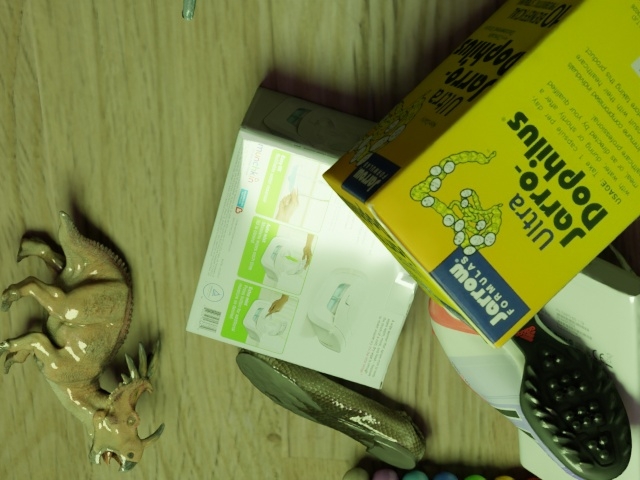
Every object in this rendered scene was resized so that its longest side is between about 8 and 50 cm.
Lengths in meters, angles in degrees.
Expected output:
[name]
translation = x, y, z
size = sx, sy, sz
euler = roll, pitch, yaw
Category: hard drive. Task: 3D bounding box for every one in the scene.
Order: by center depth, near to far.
[hard drive]
translation = 0.286, 0.154, 1.720
size = 0.040, 0.203, 0.307
euler = -23, 121, -27

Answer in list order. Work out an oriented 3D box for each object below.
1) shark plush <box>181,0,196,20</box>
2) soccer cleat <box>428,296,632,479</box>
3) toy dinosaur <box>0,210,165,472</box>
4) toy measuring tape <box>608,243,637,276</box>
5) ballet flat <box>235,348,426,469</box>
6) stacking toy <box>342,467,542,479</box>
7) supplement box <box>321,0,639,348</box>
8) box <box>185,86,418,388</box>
[shark plush]
translation = -0.129, -0.305, 1.596
size = 0.073, 0.067, 0.161
euler = 26, 119, -5
[soccer cleat]
translation = 0.219, 0.151, 1.681
size = 0.109, 0.318, 0.116
euler = -18, 140, -25
[toy dinosaur]
translation = -0.264, 0.100, 1.813
size = 0.200, 0.127, 0.295
euler = 9, 107, -4
[toy measuring tape]
translation = 0.335, 0.108, 1.727
size = 0.121, 0.121, 0.330
euler = -36, 99, 24
[ballet flat]
translation = 0.016, 0.186, 1.850
size = 0.250, 0.058, 0.084
euler = 29, 154, -1
[stacking toy]
translation = 0.194, 0.325, 1.859
size = 0.330, 0.141, 0.141
euler = -6, 117, 4
[supplement box]
translation = 0.208, -0.102, 1.503
size = 0.356, 0.194, 0.195
euler = -44, 106, -2
[box]
translation = 0.000, 0.000, 1.707
size = 0.231, 0.126, 0.262
euler = 16, 119, 0
